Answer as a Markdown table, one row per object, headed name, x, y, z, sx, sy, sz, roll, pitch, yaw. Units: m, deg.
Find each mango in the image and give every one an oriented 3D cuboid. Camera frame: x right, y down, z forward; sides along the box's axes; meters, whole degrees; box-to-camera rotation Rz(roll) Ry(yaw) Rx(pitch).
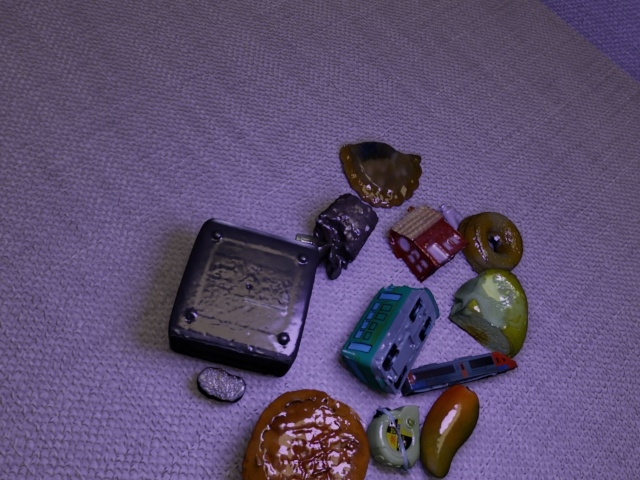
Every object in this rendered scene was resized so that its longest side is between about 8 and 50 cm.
| name | x | y | z | sx | sy | sz | roll | pitch | yaw |
| --- | --- | --- | --- | --- | --- | --- | --- | --- | --- |
| mango | 0.395 | 0.584 | 1.673 | 0.146 | 0.129 | 0.289 | 48 | 63 | -8 |

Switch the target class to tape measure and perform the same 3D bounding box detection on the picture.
| name | x | y | z | sx | sy | sz | roll | pitch | yaw |
| --- | --- | --- | --- | --- | --- | --- | --- | --- | --- |
| tape measure | 0.225 | 0.603 | 1.641 | 0.175 | 0.106 | 0.199 | 15 | 62 | -21 |

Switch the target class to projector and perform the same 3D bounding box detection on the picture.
| name | x | y | z | sx | sy | sz | roll | pitch | yaw |
| --- | --- | --- | --- | --- | --- | --- | --- | --- | --- |
| projector | -0.235 | 0.180 | 1.672 | 0.396 | 0.242 | 0.404 | 16 | 62 | -6 |

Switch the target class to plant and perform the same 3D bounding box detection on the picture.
| name | x | y | z | sx | sy | sz | roll | pitch | yaw |
| --- | --- | --- | --- | --- | --- | --- | --- | --- | --- |
| plant | 0.061 | -0.017 | 1.850 | 0.189 | 0.199 | 0.276 | 34 | 70 | 3 |

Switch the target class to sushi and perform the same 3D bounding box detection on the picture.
| name | x | y | z | sx | sy | sz | roll | pitch | yaw |
| --- | --- | --- | --- | --- | --- | --- | --- | --- | --- |
| sushi | -0.301 | 0.438 | 1.617 | 0.151 | 0.078 | 0.090 | 19 | 67 | -4 |

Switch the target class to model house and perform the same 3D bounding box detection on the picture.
| name | x | y | z | sx | sy | sz | roll | pitch | yaw |
| --- | --- | --- | --- | --- | --- | --- | --- | --- | --- |
| model house | 0.373 | -0.004 | 1.960 | 0.196 | 0.160 | 0.254 | -33 | 73 | -26 |

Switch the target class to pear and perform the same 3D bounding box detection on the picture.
| name | x | y | z | sx | sy | sz | roll | pitch | yaw |
| --- | --- | --- | --- | --- | --- | --- | --- | --- | --- |
| pear | 0.631 | 0.230 | 1.892 | 0.286 | 0.176 | 0.282 | 39 | 59 | 7 |

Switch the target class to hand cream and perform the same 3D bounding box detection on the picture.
| name | x | y | z | sx | sy | sz | roll | pitch | yaw |
| --- | --- | --- | --- | --- | --- | --- | --- | --- | --- |
| hand cream | 0.524 | -0.087 | 2.105 | 0.142 | 0.053 | 0.084 | 46 | 62 | -5 |

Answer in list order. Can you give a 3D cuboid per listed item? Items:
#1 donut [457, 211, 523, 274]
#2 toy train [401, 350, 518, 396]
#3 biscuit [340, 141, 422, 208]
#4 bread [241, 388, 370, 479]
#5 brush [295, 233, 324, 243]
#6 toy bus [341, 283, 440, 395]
| name | x | y | z | sx | sy | sz | roll | pitch | yaw |
| --- | --- | --- | --- | --- | --- | --- | --- | --- | --- |
| donut | 0.657 | 0.007 | 2.039 | 0.272 | 0.107 | 0.271 | 6 | 69 | -15 |
| toy train | 0.462 | 0.437 | 1.791 | 0.410 | 0.086 | 0.089 | -8 | 63 | -17 |
| biscuit | 0.257 | -0.289 | 2.127 | 0.335 | 0.078 | 0.329 | -30 | 77 | -22 |
| bread | -0.046 | 0.614 | 1.518 | 0.337 | 0.204 | 0.358 | 28 | 64 | -1 |
| brush | 0.000 | 0.000 | 1.943 | 0.179 | 0.030 | 0.033 | 10 | 71 | -8 |
| toy bus | 0.221 | 0.305 | 1.734 | 0.200 | 0.183 | 0.343 | 8 | 49 | 41 |
